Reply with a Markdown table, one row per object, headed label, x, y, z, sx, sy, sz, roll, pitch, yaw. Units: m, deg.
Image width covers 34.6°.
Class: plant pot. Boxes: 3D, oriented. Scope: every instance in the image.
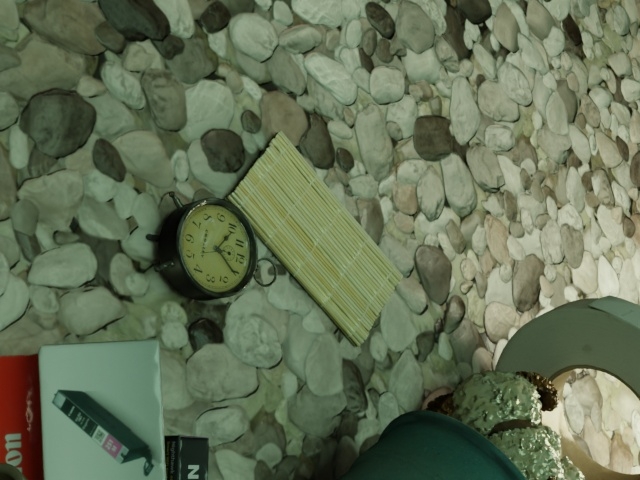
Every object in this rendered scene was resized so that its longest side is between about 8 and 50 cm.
| label | x | y | z | sx | sy | sz | roll | pitch | yaw |
| --- | --- | --- | --- | --- | --- | --- | --- | --- | --- |
| plant pot | 0.071 | 0.436 | 1.277 | 0.334 | 0.341 | 0.341 | -23 | 97 | -35 |

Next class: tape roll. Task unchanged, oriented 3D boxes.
| label | x | y | z | sx | sy | sz | roll | pitch | yaw |
| --- | --- | --- | --- | --- | --- | --- | --- | --- | --- |
| tape roll | 0.440 | 0.279 | 1.587 | 0.072 | 0.392 | 0.391 | -16 | 92 | -43 |

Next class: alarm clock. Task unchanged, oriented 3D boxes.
| label | x | y | z | sx | sy | sz | roll | pitch | yaw |
| --- | --- | --- | --- | --- | --- | --- | --- | --- | --- |
| alarm clock | -0.132 | 0.019 | 1.339 | 0.192 | 0.064 | 0.129 | 23 | 66 | -35 |

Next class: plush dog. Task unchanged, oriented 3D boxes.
| label | x | y | z | sx | sy | sz | roll | pitch | yaw |
| --- | --- | --- | --- | --- | --- | --- | --- | --- | --- |
| plush dog | 0.270 | 0.301 | 1.530 | 0.263 | 0.210 | 0.225 | -11 | 64 | -13 |

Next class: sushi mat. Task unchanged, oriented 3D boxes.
| label | x | y | z | sx | sy | sz | roll | pitch | yaw |
| --- | --- | --- | --- | --- | --- | --- | --- | --- | --- |
| sushi mat | 0.000 | 0.000 | 1.496 | 0.316 | 0.019 | 0.151 | 49 | 52 | -23 |

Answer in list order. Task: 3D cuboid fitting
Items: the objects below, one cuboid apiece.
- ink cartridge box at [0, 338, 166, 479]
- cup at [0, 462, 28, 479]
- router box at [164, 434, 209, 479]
| label | x | y | z | sx | sy | sz | roll | pitch | yaw |
| --- | --- | --- | --- | --- | --- | --- | --- | --- | --- |
| ink cartridge box | -0.283 | 0.247 | 1.078 | 0.239 | 0.060 | 0.275 | -2 | 81 | -13 |
| cup | -0.310 | 0.402 | 0.906 | 0.237 | 0.331 | 0.331 | 51 | 52 | -21 |
| router box | -0.185 | 0.315 | 1.179 | 0.046 | 0.133 | 0.178 | 11 | 73 | -41 |
